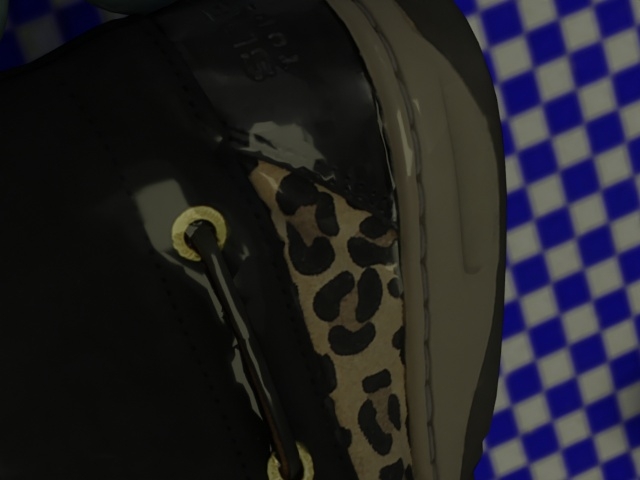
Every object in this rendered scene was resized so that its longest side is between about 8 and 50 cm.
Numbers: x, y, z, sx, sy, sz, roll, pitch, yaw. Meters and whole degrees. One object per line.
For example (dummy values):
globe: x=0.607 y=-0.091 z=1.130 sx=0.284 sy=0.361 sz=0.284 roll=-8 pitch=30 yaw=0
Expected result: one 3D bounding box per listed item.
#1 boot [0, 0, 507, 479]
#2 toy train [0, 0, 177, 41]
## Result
boot: x=-0.087 y=0.114 z=0.566 sx=0.284 sy=0.138 sz=0.377 roll=-12 pitch=116 yaw=-30
toy train: x=-0.163 y=-0.129 z=0.567 sx=0.334 sy=0.142 sz=0.190 roll=-25 pitch=113 yaw=-22
